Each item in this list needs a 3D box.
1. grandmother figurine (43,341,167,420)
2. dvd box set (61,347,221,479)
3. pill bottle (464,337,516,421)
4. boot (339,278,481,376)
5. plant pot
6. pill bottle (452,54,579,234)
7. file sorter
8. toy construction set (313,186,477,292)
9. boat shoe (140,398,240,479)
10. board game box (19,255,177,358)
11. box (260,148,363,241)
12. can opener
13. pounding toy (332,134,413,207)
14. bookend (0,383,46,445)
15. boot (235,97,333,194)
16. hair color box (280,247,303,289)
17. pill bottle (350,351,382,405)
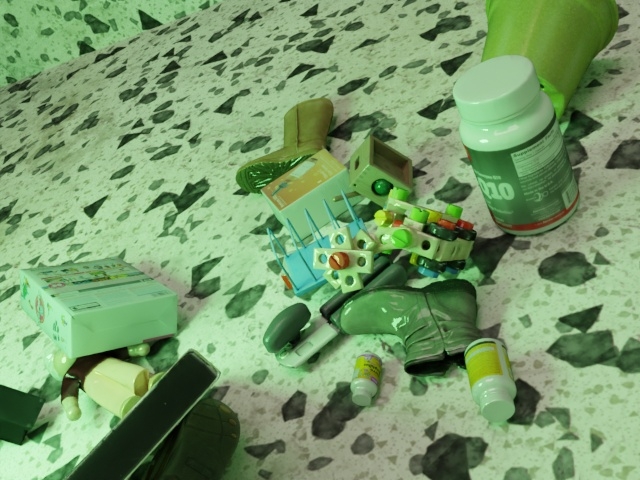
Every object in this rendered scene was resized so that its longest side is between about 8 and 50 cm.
[{"bbox_3d":[-0.420,0.258,1.577,0.342,0.104,0.208,11,31,41],"label":"grandmother figurine"},{"bbox_3d":[-0.284,0.304,1.218,0.307,0.062,0.420,-47,-1,-16],"label":"dvd box set"},{"bbox_3d":[0.249,0.203,1.187,0.065,0.065,0.116,-20,35,14],"label":"pill bottle"},{"bbox_3d":[0.141,0.149,1.319,0.246,0.083,0.161,-12,39,17],"label":"boot"},{"bbox_3d":[0.433,-0.373,1.653,0.276,0.276,0.254,3,57,39],"label":"plant pot"},{"bbox_3d":[0.333,-0.161,1.400,0.161,0.283,0.161,-20,35,14],"label":"pill bottle"},{"bbox_3d":[0.000,0.000,1.520,0.170,0.104,0.118,-27,37,5],"label":"file sorter"},{"bbox_3d":[0.138,-0.007,1.371,0.215,0.151,0.327,23,25,25],"label":"toy construction set"},{"bbox_3d":[-0.228,0.397,1.258,0.116,0.123,0.324,-35,18,44],"label":"boat shoe"},{"bbox_3d":[-0.464,0.127,1.688,0.224,0.097,0.303,-8,20,-36],"label":"board game box"},{"bbox_3d":[-0.020,-0.099,1.751,0.170,0.091,0.130,-34,34,-7],"label":"box"},{"bbox_3d":[0.025,0.115,1.438,0.283,0.095,0.076,-39,36,-14],"label":"can opener"},{"bbox_3d":[0.106,-0.123,1.653,0.100,0.130,0.141,-48,22,34],"label":"pounding toy"},{"bbox_3d":[-0.642,0.358,1.616,0.157,0.156,0.072,20,42,-7],"label":"bookend"},{"bbox_3d":[-0.080,-0.232,1.980,0.236,0.089,0.269,-11,37,9],"label":"boot"},{"bbox_3d":[-0.003,0.043,1.598,0.141,0.043,0.072,-16,37,20],"label":"hair color box"},{"bbox_3d":[0.073,0.223,1.310,0.043,0.043,0.083,-12,38,25],"label":"pill bottle"}]
